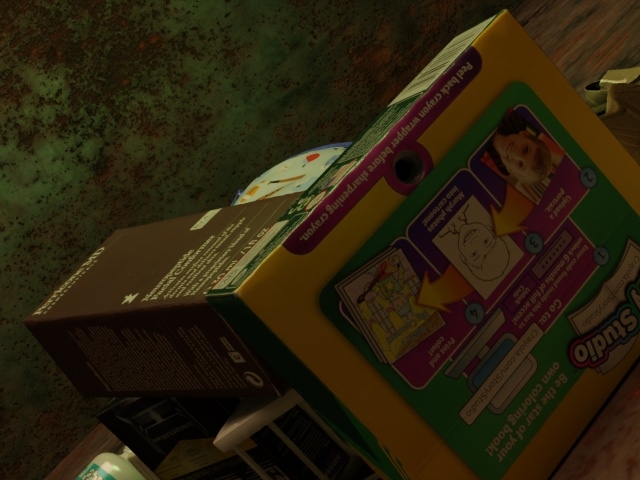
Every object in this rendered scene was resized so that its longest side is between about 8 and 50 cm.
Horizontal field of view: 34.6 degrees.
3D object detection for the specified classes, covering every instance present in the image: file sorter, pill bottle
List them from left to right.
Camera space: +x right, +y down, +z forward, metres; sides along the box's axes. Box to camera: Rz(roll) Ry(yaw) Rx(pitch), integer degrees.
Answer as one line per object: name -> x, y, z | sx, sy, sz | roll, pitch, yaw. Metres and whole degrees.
pill bottle -> -0.387, 0.478, 1.809 | 0.264, 0.146, 0.146 | -48, 9, -24
file sorter -> 0.047, 0.164, 1.186 | 0.193, 0.173, 0.277 | -38, 10, 35

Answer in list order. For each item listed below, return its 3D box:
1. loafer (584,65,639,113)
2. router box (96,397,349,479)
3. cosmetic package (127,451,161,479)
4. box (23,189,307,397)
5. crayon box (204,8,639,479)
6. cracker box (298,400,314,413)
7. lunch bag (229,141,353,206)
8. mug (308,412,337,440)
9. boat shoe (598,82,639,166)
loafer -> 0.469, -0.246, 1.616 | 0.056, 0.050, 0.148 | -50, 10, -34
router box -> -0.140, 0.260, 1.372 | 0.309, 0.243, 0.081 | -32, 14, 52
cosmetic package -> -0.171, 0.314, 1.648 | 0.153, 0.129, 0.296 | -49, 9, -36
box -> -0.151, 0.070, 1.178 | 0.381, 0.143, 0.191 | -11, 30, 46
crayon box -> 0.136, 0.032, 0.921 | 0.363, 0.313, 0.106 | -46, 12, -19
cracker box -> -0.031, 0.105, 1.377 | 0.156, 0.232, 0.067 | -24, 13, -36
lunch bag -> 0.000, 0.000, 1.619 | 0.385, 0.239, 0.328 | 1, 29, 21
mug -> 0.014, 0.242, 1.411 | 0.064, 0.078, 0.062 | -40, -40, -46
boat shoe -> 0.381, -0.111, 1.276 | 0.285, 0.104, 0.089 | -47, -30, -54
